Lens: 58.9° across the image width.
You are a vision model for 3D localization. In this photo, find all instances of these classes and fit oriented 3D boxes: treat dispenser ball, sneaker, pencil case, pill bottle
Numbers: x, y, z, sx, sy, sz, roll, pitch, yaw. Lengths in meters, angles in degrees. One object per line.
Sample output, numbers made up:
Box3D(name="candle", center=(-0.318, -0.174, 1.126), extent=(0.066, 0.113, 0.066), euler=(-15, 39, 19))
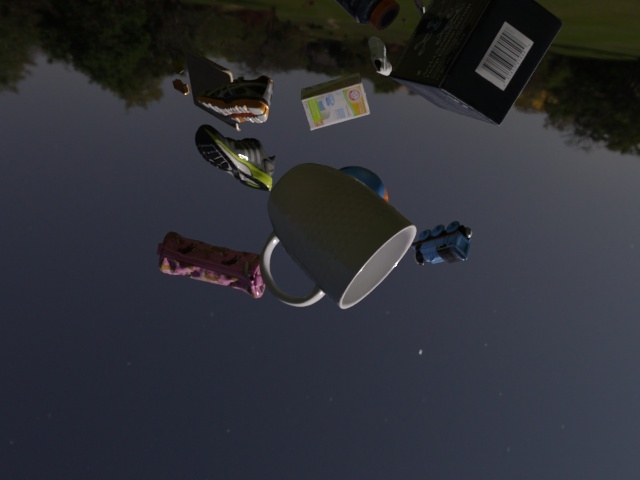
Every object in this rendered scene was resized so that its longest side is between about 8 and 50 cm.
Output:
Box3D(name="treat dispenser ball", center=(0.138, -0.166, 2.364), extent=(0.288, 0.288, 0.288), euler=(8, -158, -3))
Box3D(name="sneaker", center=(-0.242, -0.258, 1.654), extent=(0.111, 0.121, 0.300), euler=(3, 158, 37))
Box3D(name="pencil case", center=(-0.370, 0.083, 1.975), extent=(0.386, 0.167, 0.160), euler=(14, -133, 8))
Box3D(name="pill bottle", center=(0.109, -0.693, 1.568), extent=(0.245, 0.130, 0.130), euler=(49, -144, 16))
Box3D(name="sneaker", center=(-0.170, -0.290, 1.152), extent=(0.215, 0.083, 0.084), euler=(15, 171, 40))
Box3D(name="sneaker", center=(0.207, -0.671, 2.048), extent=(0.061, 0.152, 0.054), euler=(-13, 168, -47))

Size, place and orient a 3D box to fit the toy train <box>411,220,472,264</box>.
Box3D(name="toy train", center=(0.328, 0.013, 1.548), extent=(0.184, 0.080, 0.105), euler=(-18, -145, 48))

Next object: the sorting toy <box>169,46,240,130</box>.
Box3D(name="sorting toy", center=(-0.365, -0.493, 1.773), extent=(0.307, 0.229, 0.041), euler=(33, -121, 27))

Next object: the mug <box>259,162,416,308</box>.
Box3D(name="mug", center=(0.000, 0.000, 1.455), extent=(0.328, 0.374, 0.276), euler=(43, -175, 19))

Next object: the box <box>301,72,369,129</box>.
Box3D(name="box", center=(0.048, -0.455, 1.850), extent=(0.203, 0.114, 0.103), euler=(-13, -146, 8))

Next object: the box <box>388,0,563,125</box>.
Box3D(name="box", center=(0.402, -0.518, 1.557), extent=(0.212, 0.293, 0.395), euler=(26, -168, -19))

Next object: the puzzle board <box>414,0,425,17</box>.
Box3D(name="puzzle board", center=(0.307, -0.772, 1.813), extent=(0.011, 0.128, 0.096), euler=(-23, 167, 11))
